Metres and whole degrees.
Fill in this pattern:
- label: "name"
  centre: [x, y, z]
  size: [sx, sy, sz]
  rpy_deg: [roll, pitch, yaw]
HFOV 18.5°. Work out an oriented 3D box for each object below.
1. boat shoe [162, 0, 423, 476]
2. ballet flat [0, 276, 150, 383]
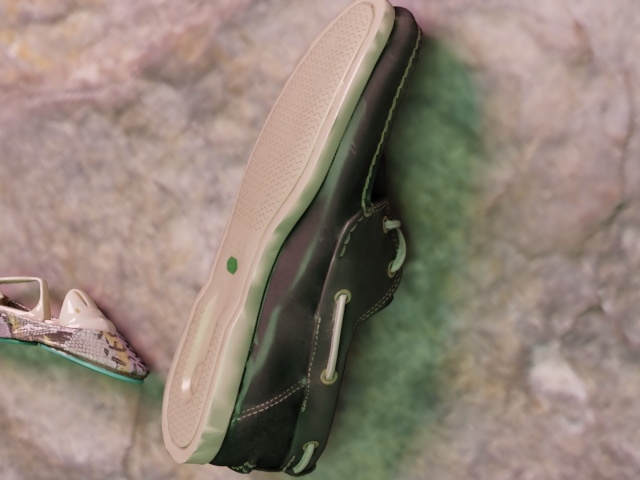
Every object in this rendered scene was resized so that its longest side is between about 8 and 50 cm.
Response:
- label: "boat shoe"
  centre: [0.000, 0.000, 0.897]
  size: [0.079, 0.084, 0.233]
  rpy_deg: [16, 103, -20]
- label: "ballet flat"
  centre: [-0.134, 0.040, 0.972]
  size: [0.114, 0.041, 0.041]
  rpy_deg: [14, 107, 19]
